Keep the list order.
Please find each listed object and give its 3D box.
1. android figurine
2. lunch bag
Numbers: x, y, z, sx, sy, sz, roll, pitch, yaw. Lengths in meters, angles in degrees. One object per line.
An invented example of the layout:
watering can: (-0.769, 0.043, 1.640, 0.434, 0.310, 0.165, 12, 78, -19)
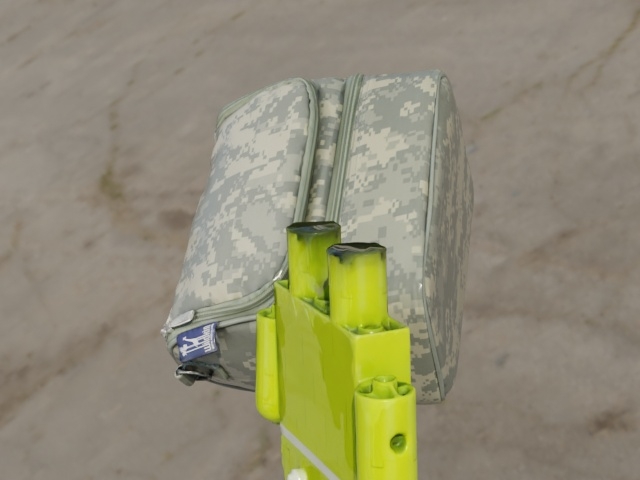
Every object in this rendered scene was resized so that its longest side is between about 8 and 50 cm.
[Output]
android figurine: (0.011, 0.128, 0.935, 0.056, 0.273, 0.248, -5, 15, -21)
lunch bag: (0.000, 0.000, 1.187, 0.256, 0.212, 0.305, -2, 56, 16)
